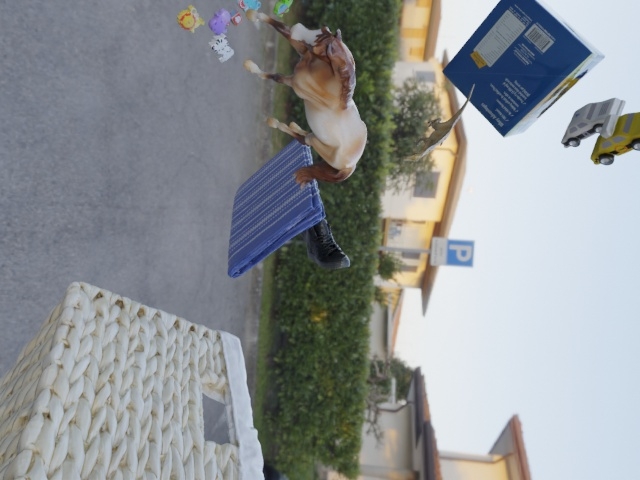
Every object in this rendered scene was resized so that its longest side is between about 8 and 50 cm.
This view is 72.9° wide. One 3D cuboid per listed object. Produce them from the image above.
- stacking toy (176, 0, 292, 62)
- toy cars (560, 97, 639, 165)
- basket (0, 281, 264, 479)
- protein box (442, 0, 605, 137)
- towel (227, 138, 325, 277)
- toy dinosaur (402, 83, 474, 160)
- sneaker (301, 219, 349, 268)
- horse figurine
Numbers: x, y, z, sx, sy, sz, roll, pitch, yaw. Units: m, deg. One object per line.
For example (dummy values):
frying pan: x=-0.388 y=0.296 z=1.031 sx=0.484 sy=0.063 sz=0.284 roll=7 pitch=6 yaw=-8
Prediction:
stacking toy: x=-0.187 y=-0.502 z=0.943 sx=0.167 sy=0.221 sz=0.052 roll=49 pitch=-4 yaw=29
toy cars: x=0.753 y=-0.308 z=1.163 sx=0.176 sy=0.087 sz=0.394 roll=-56 pitch=-173 yaw=24
basket: x=-0.274 y=0.286 z=0.534 sx=0.331 sy=0.266 sz=0.328 roll=-47 pitch=-146 yaw=14
protein box: x=0.403 y=-0.355 z=0.876 sx=0.136 sy=0.200 sz=0.201 roll=-22 pitch=160 yaw=-46
towel: x=-0.103 y=-0.085 z=0.942 sx=0.040 sy=0.243 sz=0.336 roll=43 pitch=22 yaw=-31
toy dinosaur: x=0.235 y=-0.210 z=0.839 sx=0.183 sy=0.053 sz=0.092 roll=-47 pitch=-171 yaw=9
sneaker: x=0.002 y=0.000 z=0.875 sx=0.170 sy=0.051 sz=0.089 roll=19 pitch=-64 yaw=63
horse figurine: x=-0.006 y=-0.150 z=0.508 sx=0.066 sy=0.174 sz=0.263 roll=-46 pitch=148 yaw=-18
